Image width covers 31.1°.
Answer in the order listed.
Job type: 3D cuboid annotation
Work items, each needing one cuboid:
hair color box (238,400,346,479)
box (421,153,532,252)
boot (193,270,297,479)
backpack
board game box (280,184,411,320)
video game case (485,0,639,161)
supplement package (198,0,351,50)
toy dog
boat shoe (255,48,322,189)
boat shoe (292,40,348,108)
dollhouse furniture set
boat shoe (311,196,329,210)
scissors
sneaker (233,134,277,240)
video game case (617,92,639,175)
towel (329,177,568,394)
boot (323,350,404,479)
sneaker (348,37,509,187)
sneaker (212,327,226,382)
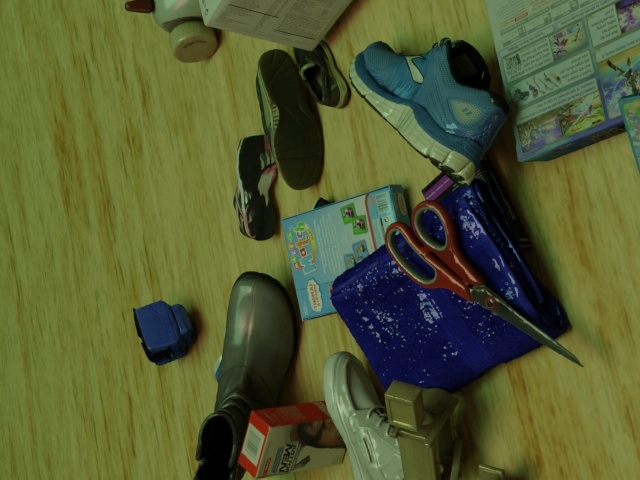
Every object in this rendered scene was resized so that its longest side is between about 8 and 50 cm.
[{"bbox_3d":[-0.034,0.299,1.740,0.053,0.167,0.093,34,117,43],"label":"hair color box"},{"bbox_3d":[0.207,-0.031,1.542,0.116,0.029,0.162,-44,58,42],"label":"box"},{"bbox_3d":[-0.121,0.234,1.793,0.118,0.223,0.338,5,105,13],"label":"boot"},{"bbox_3d":[-0.280,0.173,2.096,0.120,0.101,0.098,95,160,-65],"label":"backpack"},{"bbox_3d":[0.044,0.021,1.697,0.211,0.039,0.160,-16,84,38],"label":"board game box"},{"bbox_3d":[0.326,-0.246,1.361,0.269,0.061,0.244,-21,75,49],"label":"video game case"},{"bbox_3d":[-0.045,-0.451,1.684,0.263,0.198,0.199,-47,48,41],"label":"supplement package"},{"bbox_3d":[-0.214,-0.456,1.939,0.220,0.161,0.334,52,129,36],"label":"toy dog"},{"bbox_3d":[-0.053,-0.190,1.826,0.073,0.080,0.224,-179,74,-79],"label":"boat shoe"},{"bbox_3d":[-0.008,-0.265,1.780,0.152,0.049,0.056,57,132,33],"label":"boat shoe"},{"bbox_3d":[0.186,0.251,1.495,0.161,0.101,0.182,13,133,28],"label":"dollhouse furniture set"},{"bbox_3d":[0.001,0.000,1.787,0.042,0.049,0.133,10,95,27],"label":"boat shoe"},{"bbox_3d":[0.196,0.072,1.436,0.297,0.021,0.109,48,126,14],"label":"scissors"},{"bbox_3d":[-0.120,-0.087,1.914,0.077,0.072,0.178,-7,80,61],"label":"sneaker"},{"bbox_3d":[0.401,-0.087,1.259,0.119,0.015,0.166,-7,108,47],"label":"video game case"},{"bbox_3d":[0.154,0.086,1.530,0.308,0.076,0.228,-37,78,43],"label":"towel"},{"bbox_3d":[0.095,0.273,1.655,0.123,0.095,0.258,-25,81,42],"label":"boot"},{"bbox_3d":[0.152,-0.197,1.526,0.147,0.129,0.330,-48,36,7],"label":"sneaker"},{"bbox_3d":[-0.137,0.205,1.947,0.085,0.058,0.152,61,138,38],"label":"sneaker"}]
